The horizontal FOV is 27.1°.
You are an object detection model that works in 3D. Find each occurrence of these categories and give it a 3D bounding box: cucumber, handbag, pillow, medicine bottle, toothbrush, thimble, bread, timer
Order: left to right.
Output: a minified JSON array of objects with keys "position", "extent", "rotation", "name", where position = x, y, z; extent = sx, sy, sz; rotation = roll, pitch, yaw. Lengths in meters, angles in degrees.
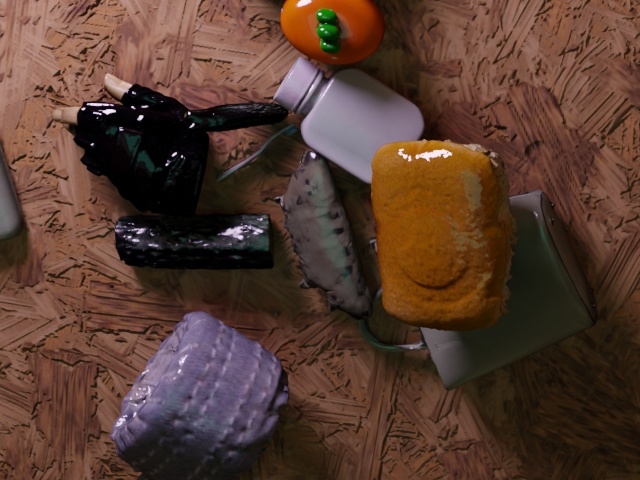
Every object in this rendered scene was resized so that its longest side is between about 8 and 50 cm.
[{"position":[-0.169,0.007,1.767],"extent":[0.211,0.062,0.078],"rotation":[-2,111,5],"name":"cucumber"},{"position":[-0.159,0.225,1.774],"extent":[0.172,0.205,0.236],"rotation":[35,109,-10],"name":"thimble"},{"position":[-0.106,-0.158,1.688],"extent":[0.135,0.034,0.033],"rotation":[-8,78,-27],"name":"cucumber"},{"position":[-0.085,-0.114,1.743],"extent":[0.131,0.011,0.013],"rotation":[-33,84,16],"name":"toothbrush"},{"position":[-0.001,-0.001,1.753],"extent":[0.093,0.051,0.241],"rotation":[-14,104,14],"name":"pillow"},{"position":[0.013,-0.261,1.623],"extent":[0.136,0.136,0.099],"rotation":[6,117,2],"name":"timer"},{"position":[0.034,-0.157,1.683],"extent":[0.183,0.069,0.119],"rotation":[31,96,-9],"name":"medicine bottle"},{"position":[0.151,-0.012,1.624],"extent":[0.174,0.121,0.245],"rotation":[3,114,19],"name":"bread"},{"position":[0.189,0.077,1.749],"extent":[0.315,0.109,0.241],"rotation":[-23,106,16],"name":"handbag"}]

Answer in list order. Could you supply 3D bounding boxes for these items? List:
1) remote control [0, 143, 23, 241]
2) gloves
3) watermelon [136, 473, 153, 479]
[{"position":[-0.470,-0.139,1.747],"extent":[0.090,0.038,0.309],"rotation":[-12,110,7],"name":"remote control"},{"position":[-0.247,-0.124,1.703],"extent":[0.203,0.124,0.164],"rotation":[12,93,-9],"name":"gloves"},{"position":[-0.218,0.352,1.896],"extent":[0.111,0.078,0.078],"rotation":[-35,105,15],"name":"watermelon"}]
